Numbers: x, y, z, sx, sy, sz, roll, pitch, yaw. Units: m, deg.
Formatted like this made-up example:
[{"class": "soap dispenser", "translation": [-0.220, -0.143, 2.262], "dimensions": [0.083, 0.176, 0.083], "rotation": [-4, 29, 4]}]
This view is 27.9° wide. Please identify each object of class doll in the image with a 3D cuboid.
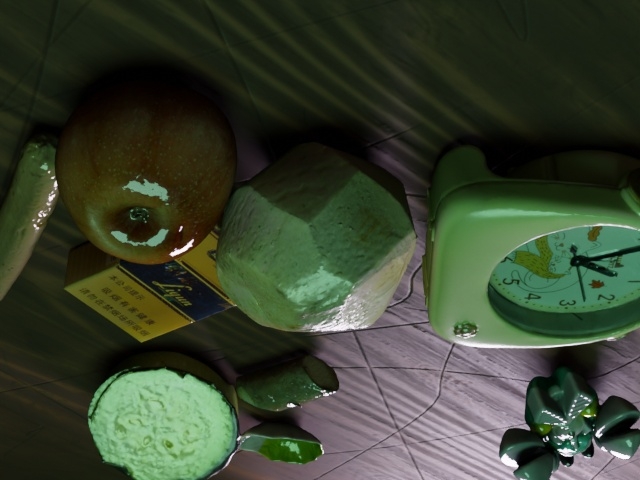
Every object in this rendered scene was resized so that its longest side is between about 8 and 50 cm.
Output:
[{"class": "doll", "translation": [0.372, 0.270, 1.843], "dimensions": [0.195, 0.153, 0.258], "rotation": [-41, 145, 25]}]

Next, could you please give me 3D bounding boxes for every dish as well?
[{"class": "dish", "translation": [-0.063, 0.301, 1.962], "dimensions": [0.137, 0.039, 0.091], "rotation": [14, 145, -17]}]

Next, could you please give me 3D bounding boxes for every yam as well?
[{"class": "yam", "translation": [-0.050, 0.206, 1.815], "dimensions": [0.146, 0.070, 0.070], "rotation": [-21, 138, 23]}]

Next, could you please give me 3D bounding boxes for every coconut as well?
[{"class": "coconut", "translation": [0.000, 0.000, 1.458], "dimensions": [0.197, 0.237, 0.237], "rotation": [35, 150, 24]}]

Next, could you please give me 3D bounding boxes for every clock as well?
[{"class": "clock", "translation": [0.298, 0.009, 1.524], "dimensions": [0.348, 0.117, 0.286], "rotation": [-1, 142, -1]}]

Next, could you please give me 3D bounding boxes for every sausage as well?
[{"class": "sausage", "translation": [-0.358, -0.024, 1.526], "dimensions": [0.065, 0.066, 0.301], "rotation": [17, 141, -20]}]

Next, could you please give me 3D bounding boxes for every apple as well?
[{"class": "apple", "translation": [-0.186, -0.069, 1.384], "dimensions": [0.201, 0.162, 0.201], "rotation": [1, 144, 1]}]

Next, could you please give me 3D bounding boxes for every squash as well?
[{"class": "squash", "translation": [-0.218, 0.237, 1.851], "dimensions": [0.220, 0.133, 0.220], "rotation": [1, 126, 2]}]

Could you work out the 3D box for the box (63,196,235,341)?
[{"class": "box", "translation": [-0.179, 0.033, 1.596], "dimensions": [0.237, 0.070, 0.152], "rotation": [-20, 138, 27]}]
